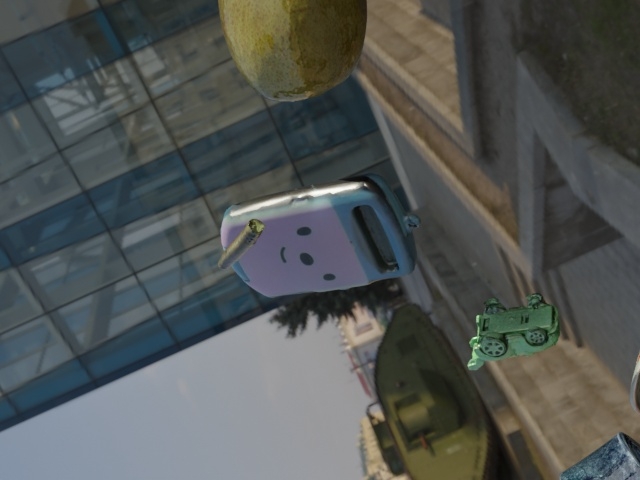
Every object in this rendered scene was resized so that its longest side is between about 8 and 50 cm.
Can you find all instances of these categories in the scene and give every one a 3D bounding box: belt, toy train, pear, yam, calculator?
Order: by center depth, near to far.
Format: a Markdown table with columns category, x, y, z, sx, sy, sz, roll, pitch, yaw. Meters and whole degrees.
| category | x | y | z | sx | sy | sz | roll | pitch | yaw |
| --- | --- | --- | --- | --- | --- | --- | --- | --- | --- |
| yam | -0.060 | 0.004 | 0.583 | 0.014 | 0.014 | 0.107 | 66 | 155 | 8 |
| belt | 0.282 | 0.239 | 0.653 | 0.190 | 0.082 | 0.141 | 42 | -166 | -25 |
| pear | -0.036 | -0.300 | 1.009 | 0.228 | 0.188 | 0.211 | -100 | 0 | -60 |
| calculator | 0.000 | 0.000 | 1.088 | 0.173 | 0.293 | 0.051 | 64 | -152 | -32 |
| toy train | 0.297 | 0.146 | 1.221 | 0.099 | 0.149 | 0.081 | -71 | -35 | -53 |

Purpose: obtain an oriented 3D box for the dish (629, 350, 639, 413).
| category | x | y | z | sx | sy | sz | roll | pitch | yaw |
| --- | --- | --- | --- | --- | --- | --- | --- | --- | --- |
| dish | 0.612 | 0.209 | 1.349 | 0.077 | 0.151 | 0.212 | 154 | 135 | -83 |
